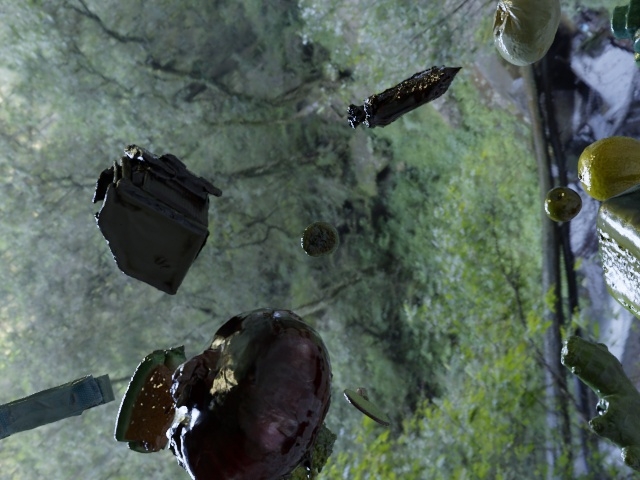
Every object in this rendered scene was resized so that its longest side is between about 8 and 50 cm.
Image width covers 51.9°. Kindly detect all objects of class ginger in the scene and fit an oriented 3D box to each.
[{"bbox_3d":[0.594,0.327,1.349,0.089,0.137,0.290,102,154,-68],"label":"ginger"}]

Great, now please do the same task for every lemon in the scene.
[{"bbox_3d":[0.792,-0.191,1.759,0.178,0.203,0.178,-9,-90,-83],"label":"lemon"}]

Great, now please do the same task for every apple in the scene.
[{"bbox_3d":[0.596,-0.090,1.619,0.089,0.089,0.074,38,172,43],"label":"apple"}]

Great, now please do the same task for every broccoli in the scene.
[{"bbox_3d":[-0.044,0.554,1.664,0.242,0.180,0.273,3,-101,-70],"label":"broccoli"}]

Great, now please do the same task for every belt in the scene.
[{"bbox_3d":[-0.570,0.343,1.318,0.072,0.302,0.087,69,158,11],"label":"belt"}]

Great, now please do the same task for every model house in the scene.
[{"bbox_3d":[-0.399,-0.088,1.563,0.317,0.297,0.283,30,-141,-32],"label":"model house"}]

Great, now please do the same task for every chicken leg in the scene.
[{"bbox_3d":[0.149,-0.258,1.187,0.063,0.234,0.105,59,-160,-19],"label":"chicken leg"}]

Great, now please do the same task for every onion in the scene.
[{"bbox_3d":[-0.120,0.238,1.028,0.232,0.314,0.314,36,175,-22],"label":"onion"}]

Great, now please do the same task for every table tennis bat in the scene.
[{"bbox_3d":[0.081,0.291,1.181,0.098,0.019,0.155,34,-179,-2],"label":"table tennis bat"}]

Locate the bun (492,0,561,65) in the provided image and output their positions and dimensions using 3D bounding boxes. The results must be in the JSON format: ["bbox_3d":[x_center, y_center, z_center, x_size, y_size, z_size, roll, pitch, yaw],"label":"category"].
[{"bbox_3d":[0.478,-0.537,1.593,0.222,0.127,0.222,171,90,-72],"label":"bun"}]

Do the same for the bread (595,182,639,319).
[{"bbox_3d":[0.614,0.049,1.066,0.376,0.208,0.251,-119,15,-65],"label":"bread"}]

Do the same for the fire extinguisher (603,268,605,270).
[{"bbox_3d":[0.797,0.000,1.528,0.114,0.337,0.135,63,173,10],"label":"fire extinguisher"}]

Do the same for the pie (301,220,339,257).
[{"bbox_3d":[-0.001,-0.001,1.411,0.084,0.084,0.021,48,-173,-12],"label":"pie"}]

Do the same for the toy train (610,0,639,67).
[{"bbox_3d":[0.711,-0.365,1.102,0.397,0.160,0.253,5,169,42],"label":"toy train"}]

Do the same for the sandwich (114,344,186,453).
[{"bbox_3d":[-0.428,0.436,1.715,0.109,0.292,0.212,26,-169,-46],"label":"sandwich"}]
